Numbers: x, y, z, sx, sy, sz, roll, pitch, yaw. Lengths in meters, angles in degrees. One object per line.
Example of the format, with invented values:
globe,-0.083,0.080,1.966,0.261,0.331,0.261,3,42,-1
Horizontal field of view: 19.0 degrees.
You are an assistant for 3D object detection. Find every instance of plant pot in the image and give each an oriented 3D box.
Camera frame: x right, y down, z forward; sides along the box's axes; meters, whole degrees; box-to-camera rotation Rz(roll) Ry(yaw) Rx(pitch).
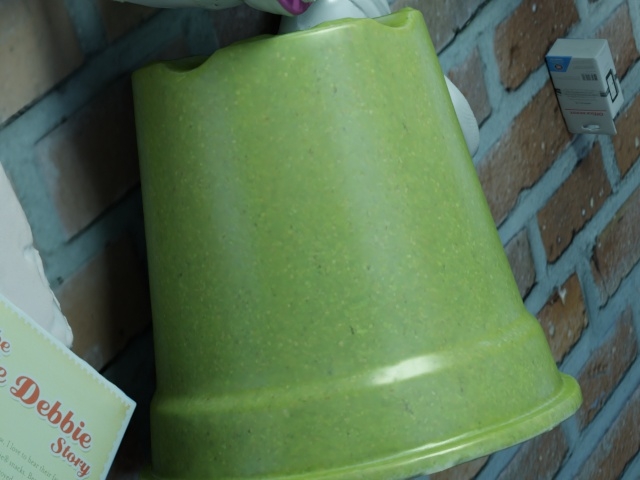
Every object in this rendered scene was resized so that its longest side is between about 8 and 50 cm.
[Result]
plant pot,0.000,0.000,1.154,0.276,0.276,0.254,-17,97,-54

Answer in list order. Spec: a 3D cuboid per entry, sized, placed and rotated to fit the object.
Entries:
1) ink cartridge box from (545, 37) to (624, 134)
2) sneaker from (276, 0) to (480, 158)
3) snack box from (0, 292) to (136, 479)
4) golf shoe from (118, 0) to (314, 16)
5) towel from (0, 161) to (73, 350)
ink cartridge box,0.228,-0.131,1.637,0.028,0.048,0.083,-55,137,-37
sneaker,0.032,-0.099,1.339,0.212,0.080,0.094,46,68,-40
snack box,-0.222,0.086,0.886,0.322,0.060,0.187,47,56,-47
golf shoe,-0.051,-0.209,1.166,0.306,0.140,0.115,-59,141,-69
towel,-0.271,0.008,0.905,0.317,0.053,0.332,-49,132,-41
